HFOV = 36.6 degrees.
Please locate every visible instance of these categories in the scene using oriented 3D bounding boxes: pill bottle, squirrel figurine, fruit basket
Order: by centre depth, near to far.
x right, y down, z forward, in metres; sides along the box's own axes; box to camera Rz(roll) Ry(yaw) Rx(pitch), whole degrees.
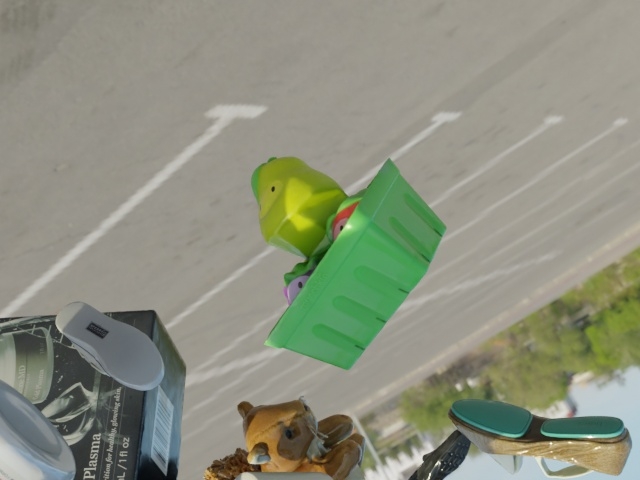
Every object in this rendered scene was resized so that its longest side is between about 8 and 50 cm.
[{"bbox_3d":[-0.585,0.413,1.442,0.407,0.229,0.229,-44,168,-4],"label":"pill bottle"},{"bbox_3d":[0.000,0.000,1.787,0.392,0.392,0.283,-38,-170,34],"label":"fruit basket"},{"bbox_3d":[-0.087,0.538,2.215,0.397,0.281,0.370,-33,127,13],"label":"squirrel figurine"}]

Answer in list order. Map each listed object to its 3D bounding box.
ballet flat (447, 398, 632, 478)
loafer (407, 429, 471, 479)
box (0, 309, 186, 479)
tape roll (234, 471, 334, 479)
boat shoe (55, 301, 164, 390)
[{"bbox_3d":[0.398,0.374,1.779,0.342,0.124,0.116,1,-159,28],"label":"ballet flat"},{"bbox_3d":[0.267,0.517,2.244,0.076,0.078,0.223,21,110,-36],"label":"loafer"},{"bbox_3d":[-0.564,0.428,2.074,0.471,0.480,0.297,-4,147,7],"label":"box"},{"bbox_3d":[-0.073,0.577,1.895,0.169,0.246,0.246,8,149,-27],"label":"tape roll"},{"bbox_3d":[-0.376,0.205,1.763,0.096,0.267,0.088,-51,146,-26],"label":"boat shoe"}]
